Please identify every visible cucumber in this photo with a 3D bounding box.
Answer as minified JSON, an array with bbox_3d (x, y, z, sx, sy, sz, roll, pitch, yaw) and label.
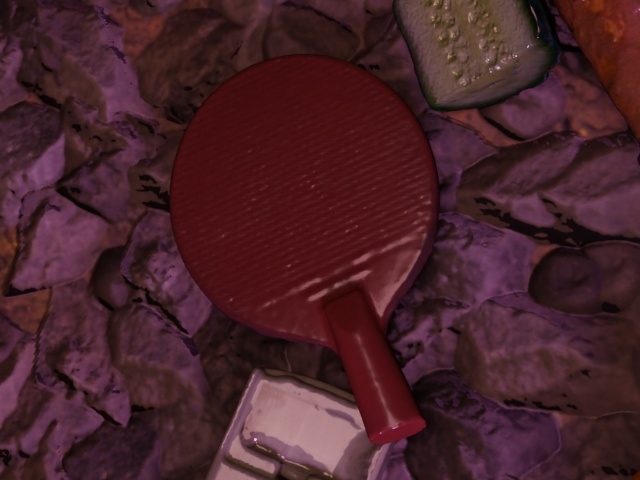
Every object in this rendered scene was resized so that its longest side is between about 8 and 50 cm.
[{"bbox_3d":[0.118,-0.163,1.147,0.116,0.062,0.115,-32,67,41],"label":"cucumber"}]

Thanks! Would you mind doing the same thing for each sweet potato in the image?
[{"bbox_3d":[0.205,-0.212,1.102,0.131,0.131,0.337,-15,74,12],"label":"sweet potato"}]

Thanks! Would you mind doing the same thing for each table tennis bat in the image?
[{"bbox_3d":[0.000,0.000,1.147,0.200,0.038,0.310,-25,67,7],"label":"table tennis bat"}]

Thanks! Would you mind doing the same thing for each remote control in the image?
[{"bbox_3d":[-0.046,0.233,1.124,0.123,0.038,0.285,19,81,16],"label":"remote control"}]

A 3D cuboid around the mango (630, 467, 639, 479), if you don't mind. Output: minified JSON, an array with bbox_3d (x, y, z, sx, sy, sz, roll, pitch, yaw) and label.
[{"bbox_3d":[0.244,0.215,1.013,0.145,0.112,0.219,37,101,19],"label":"mango"}]
